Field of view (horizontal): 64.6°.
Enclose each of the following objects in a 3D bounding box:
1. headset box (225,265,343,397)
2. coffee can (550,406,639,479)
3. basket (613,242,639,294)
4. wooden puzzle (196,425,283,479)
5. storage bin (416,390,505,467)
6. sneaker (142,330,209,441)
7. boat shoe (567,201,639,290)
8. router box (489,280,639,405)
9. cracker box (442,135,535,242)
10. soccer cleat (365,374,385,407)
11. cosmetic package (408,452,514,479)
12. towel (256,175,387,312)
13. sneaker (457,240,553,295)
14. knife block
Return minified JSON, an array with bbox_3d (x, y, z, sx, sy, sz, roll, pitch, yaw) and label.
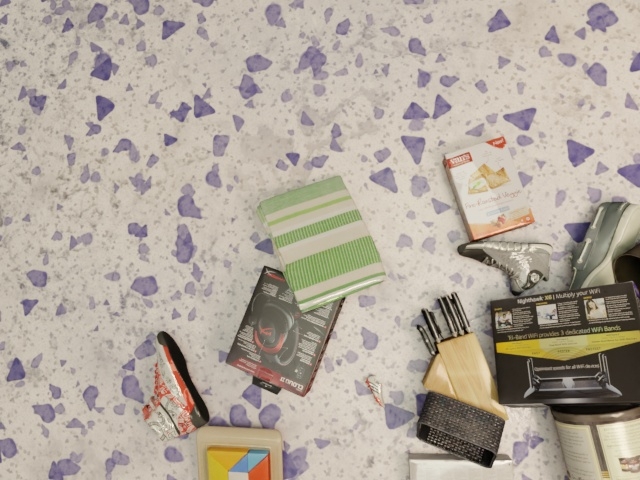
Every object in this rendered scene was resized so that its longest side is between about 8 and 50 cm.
[{"bbox_3d":[-0.090,0.239,1.281,0.218,0.110,0.293,20,85,10],"label":"headset box"},{"bbox_3d":[0.639,0.492,1.100,0.201,0.201,0.276,-11,81,6],"label":"coffee can"},{"bbox_3d":[0.818,0.046,1.151,0.227,0.154,0.204,-37,107,-10],"label":"basket"},{"bbox_3d":[-0.203,0.592,1.267,0.220,0.044,0.239,0,94,8],"label":"wooden puzzle"},{"bbox_3d":[0.320,0.435,1.168,0.180,0.122,0.084,15,54,21],"label":"storage bin"},{"bbox_3d":[-0.410,0.384,1.318,0.145,0.090,0.270,-28,82,1],"label":"sneaker"},{"bbox_3d":[0.662,0.050,1.226,0.099,0.116,0.320,32,96,54],"label":"boat shoe"},{"bbox_3d":[0.543,0.237,1.112,0.308,0.081,0.243,-14,62,35],"label":"router box"},{"bbox_3d":[0.421,-0.128,1.281,0.155,0.067,0.232,-18,80,5],"label":"cracker box"},{"bbox_3d":[0.145,0.379,1.272,0.035,0.029,0.083,-32,75,7],"label":"soccer cleat"},{"bbox_3d":[0.332,0.564,1.205,0.238,0.060,0.099,-2,84,7],"label":"cosmetic package"},{"bbox_3d":[0.000,0.000,1.275,0.247,0.038,0.325,-19,63,-11],"label":"towel"},{"bbox_3d":[0.453,0.069,1.243,0.228,0.086,0.132,2,85,7],"label":"sneaker"},{"bbox_3d":[0.354,0.270,1.226,0.275,0.088,0.242,24,87,11],"label":"knife block"}]
